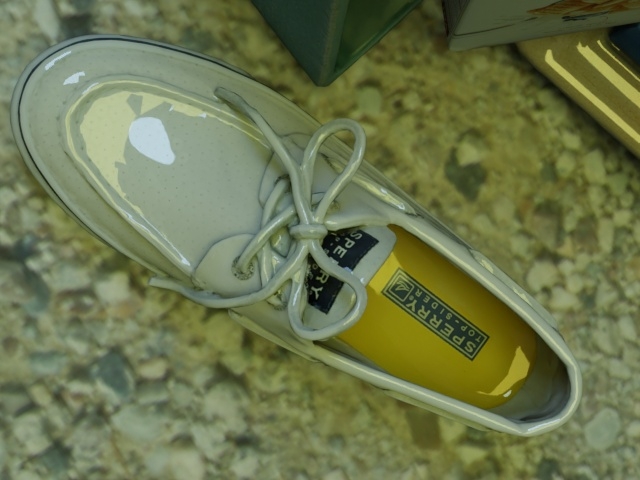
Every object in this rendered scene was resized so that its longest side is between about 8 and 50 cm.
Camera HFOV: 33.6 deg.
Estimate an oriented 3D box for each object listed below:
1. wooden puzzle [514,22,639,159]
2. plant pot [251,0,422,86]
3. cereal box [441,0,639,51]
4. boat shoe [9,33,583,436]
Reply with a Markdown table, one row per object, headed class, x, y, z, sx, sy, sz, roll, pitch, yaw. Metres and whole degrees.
| class | x | y | z | sx | sy | sz | roll | pitch | yaw |
| --- | --- | --- | --- | --- | --- | --- | --- | --- | --- |
| wooden puzzle | 0.340 | -0.143 | 0.651 | 0.348 | 0.080 | 0.322 | 40 | 88 | -11 |
| plant pot | 0.011 | -0.270 | 0.521 | 0.247 | 0.248 | 0.252 | -42 | 89 | -5 |
| cereal box | 0.151 | -0.141 | 0.483 | 0.173 | 0.240 | 0.047 | -8 | 88 | 2 |
| boat shoe | -0.004 | 0.008 | 0.585 | 0.367 | 0.156 | 0.135 | 35 | 88 | -14 |
